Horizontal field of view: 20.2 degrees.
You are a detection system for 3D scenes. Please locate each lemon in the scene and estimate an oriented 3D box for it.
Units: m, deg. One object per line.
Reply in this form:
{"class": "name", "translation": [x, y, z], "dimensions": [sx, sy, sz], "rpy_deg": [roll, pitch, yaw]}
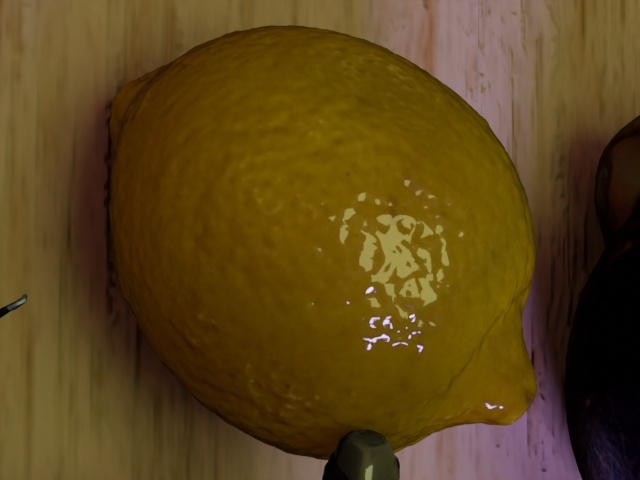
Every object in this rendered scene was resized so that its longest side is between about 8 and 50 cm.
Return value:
{"class": "lemon", "translation": [0.000, 0.000, 0.829], "dimensions": [0.244, 0.187, 0.187], "rpy_deg": [42, 57, 10]}

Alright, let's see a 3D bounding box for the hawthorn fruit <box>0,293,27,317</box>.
{"class": "hawthorn fruit", "translation": [-0.202, 0.089, 0.666], "dimensions": [0.235, 0.181, 0.181], "rpy_deg": [-30, 103, -31]}

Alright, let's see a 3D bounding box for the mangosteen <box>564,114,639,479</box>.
{"class": "mangosteen", "translation": [0.282, 0.056, 0.987], "dimensions": [0.307, 0.307, 0.347], "rpy_deg": [33, 38, -30]}

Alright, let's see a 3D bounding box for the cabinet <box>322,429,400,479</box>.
{"class": "cabinet", "translation": [0.013, 0.286, 0.674], "dimensions": [0.227, 0.290, 0.318], "rpy_deg": [-10, 116, -37]}
